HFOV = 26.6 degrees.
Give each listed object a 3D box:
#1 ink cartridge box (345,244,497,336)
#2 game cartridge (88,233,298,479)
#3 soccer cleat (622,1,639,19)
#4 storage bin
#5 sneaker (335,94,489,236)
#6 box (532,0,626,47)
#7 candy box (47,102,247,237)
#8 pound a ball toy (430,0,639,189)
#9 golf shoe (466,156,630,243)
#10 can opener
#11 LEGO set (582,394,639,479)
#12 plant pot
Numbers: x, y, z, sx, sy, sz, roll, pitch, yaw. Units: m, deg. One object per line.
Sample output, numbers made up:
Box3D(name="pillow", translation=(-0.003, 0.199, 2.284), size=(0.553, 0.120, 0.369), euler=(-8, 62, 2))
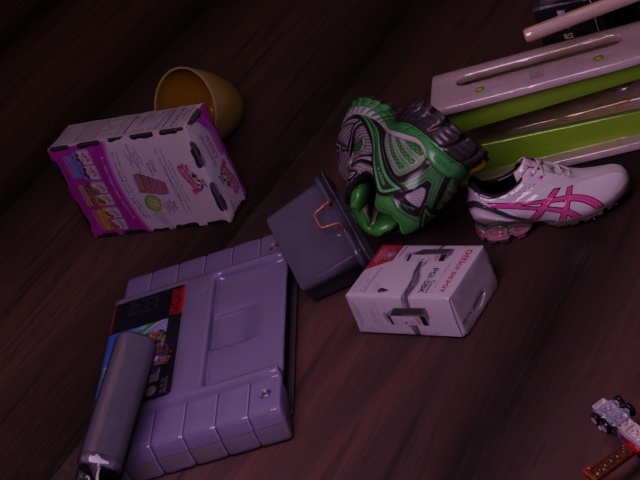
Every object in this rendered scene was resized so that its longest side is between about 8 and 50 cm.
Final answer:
Box3D(name="ink cartridge box", translation=(0.112, 0.053, 1.496), size=(0.135, 0.056, 0.099), euler=(0, 36, 35))
Box3D(name="game cartridge", translation=(-0.141, 0.126, 1.560), size=(0.230, 0.068, 0.355), euler=(-14, 31, 8))
Box3D(name="soccer cleat", translation=(0.399, -0.326, 1.907), size=(0.179, 0.072, 0.060), euler=(-25, 48, 40))
Box3D(name="storage bin", translation=(0.000, 0.000, 1.592), size=(0.091, 0.098, 0.135), euler=(-32, 66, 6))
Box3D(name="sneaker", translation=(0.071, -0.085, 1.628), size=(0.146, 0.134, 0.343), euler=(-50, 11, -5))
Box3D(name="box", translation=(0.346, -0.288, 1.790), size=(0.078, 0.147, 0.180), euler=(-9, 34, 24))
Box3D(name="candy box", translation=(-0.239, -0.094, 1.876), size=(0.233, 0.159, 0.071), euler=(-5, 36, 28))
Box3D(name="pound a ball toy", translation=(0.293, -0.211, 1.642), size=(0.319, 0.208, 0.135), euler=(-14, 31, 17))
Box3D(name="golf shoe", translation=(0.258, -0.058, 1.545), size=(0.186, 0.086, 0.067), euler=(-16, 29, 10))
Box3D(name="can opener", translation=(-0.197, 0.229, 1.372), size=(0.095, 0.076, 0.283), euler=(15, 54, -4))
Box3D(name="LEGO set", translation=(0.312, 0.206, 1.145), size=(0.183, 0.060, 0.244), euler=(-3, 43, 23))
Box3D(name="plant pot", translation=(-0.172, -0.199, 2.050), size=(0.134, 0.134, 0.095), euler=(6, 14, 41))
